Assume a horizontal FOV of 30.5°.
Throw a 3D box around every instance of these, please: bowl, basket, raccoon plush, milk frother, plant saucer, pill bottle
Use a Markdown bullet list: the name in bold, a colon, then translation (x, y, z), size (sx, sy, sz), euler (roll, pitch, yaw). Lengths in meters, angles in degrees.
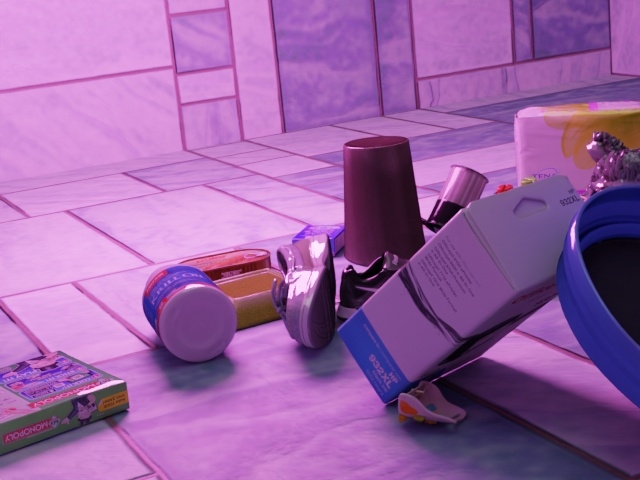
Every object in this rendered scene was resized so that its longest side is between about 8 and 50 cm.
- **bowl**: translation (0.457, 0.093, 1.380), size (0.391, 0.077, 0.391), euler (16, 39, -13)
- **basket**: translation (0.118, -0.081, 2.271), size (0.154, 0.227, 0.204), euler (-12, 16, -22)
- **raccoon plush**: translation (0.533, -0.046, 1.829), size (0.216, 0.299, 0.446), euler (2, 16, 27)
- **milk frother**: translation (0.243, -0.082, 2.354), size (0.143, 0.135, 0.129), euler (25, -11, 3)
- **plant saucer**: translation (-0.116, 0.095, 2.047), size (0.188, 0.045, 0.188), euler (-13, 16, -28)
- **pill bottle**: translation (-0.219, 0.107, 1.884), size (0.124, 0.124, 0.221), euler (-10, 15, -18)

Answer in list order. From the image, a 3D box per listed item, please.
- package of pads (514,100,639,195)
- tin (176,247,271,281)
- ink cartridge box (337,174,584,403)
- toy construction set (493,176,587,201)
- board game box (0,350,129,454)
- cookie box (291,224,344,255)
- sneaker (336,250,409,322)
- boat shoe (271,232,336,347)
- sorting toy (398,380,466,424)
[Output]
- **package of pads**: translation (0.559, -0.175, 2.459), size (0.296, 0.229, 0.101), euler (-3, 14, 13)
- **tin**: translation (-0.187, 0.052, 2.263), size (0.189, 0.040, 0.106), euler (-11, 19, -19)
- **ink cartridge box**: translation (0.202, 0.066, 1.552), size (0.223, 0.129, 0.307), euler (-18, -21, -41)
- **toy construction set**: translation (0.439, -0.049, 2.098), size (0.215, 0.151, 0.327), euler (-15, 4, -11)
- **board game box**: translation (-0.456, 0.237, 1.627), size (0.317, 0.046, 0.213), euler (-16, 18, -36)
- **cookie box**: translation (0.000, 0.000, 2.377), size (0.091, 0.040, 0.107), euler (-1, 15, 18)
- **sneaker**: translation (0.138, 0.068, 1.929), size (0.234, 0.106, 0.078), euler (-7, 15, -7)
- **boat shoe**: translation (-0.032, 0.080, 1.895), size (0.103, 0.118, 0.320), euler (-7, 24, 6)
- **sorting toy**: translation (0.145, 0.216, 1.493), size (0.075, 0.045, 0.083), euler (14, 11, 22)
